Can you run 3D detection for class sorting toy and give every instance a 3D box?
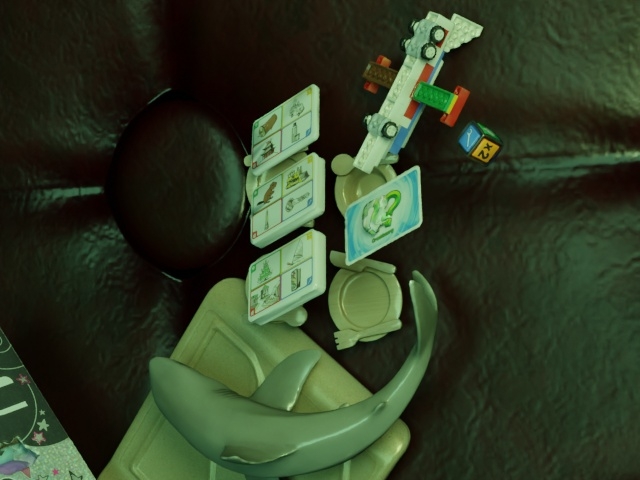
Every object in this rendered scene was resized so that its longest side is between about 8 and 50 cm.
[{"bbox_3d":[-0.024,0.206,1.282,0.307,0.041,0.229,41,109,24],"label":"sorting toy"}]

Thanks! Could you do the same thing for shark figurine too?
[{"bbox_3d":[-0.016,0.133,1.192,0.278,0.116,0.166,-21,81,30],"label":"shark figurine"}]

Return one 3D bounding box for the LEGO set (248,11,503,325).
[{"bbox_3d":[0.042,-0.056,1.178,0.244,0.060,0.182,-30,48,40],"label":"LEGO set"}]

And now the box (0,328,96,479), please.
[{"bbox_3d":[-0.290,0.217,1.366,0.247,0.142,0.163,53,139,18],"label":"box"}]

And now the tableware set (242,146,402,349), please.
[{"bbox_3d":[0.000,0.000,1.254,0.141,0.020,0.168,0,89,29],"label":"tableware set"}]
